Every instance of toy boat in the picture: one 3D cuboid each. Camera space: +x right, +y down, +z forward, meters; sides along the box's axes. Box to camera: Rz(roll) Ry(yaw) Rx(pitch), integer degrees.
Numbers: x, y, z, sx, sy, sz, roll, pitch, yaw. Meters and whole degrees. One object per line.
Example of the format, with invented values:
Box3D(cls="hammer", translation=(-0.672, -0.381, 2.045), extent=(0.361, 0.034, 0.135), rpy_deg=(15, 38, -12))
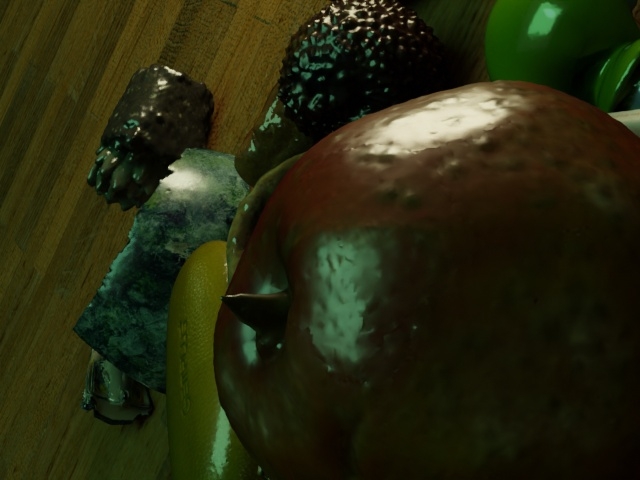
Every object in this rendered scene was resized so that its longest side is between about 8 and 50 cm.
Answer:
Box3D(cls="toy boat", translation=(-0.273, 0.168, 2.225), extent=(0.210, 0.084, 0.066), rpy_deg=(-108, 35, -57))

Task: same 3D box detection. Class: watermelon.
Box3D(cls="watermelon", translation=(-0.208, 0.024, 2.149), extent=(0.226, 0.148, 0.318), rpy_deg=(-13, 58, 65))

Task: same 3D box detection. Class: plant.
Box3D(cls="plant", translation=(-0.222, -0.128, 2.276), extent=(0.129, 0.132, 0.194), rpy_deg=(-4, 63, 62))

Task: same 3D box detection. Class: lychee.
Box3D(cls="lychee", translation=(0.049, -0.179, 1.806), extent=(0.188, 0.188, 0.188), rpy_deg=(-38, 41, 43))

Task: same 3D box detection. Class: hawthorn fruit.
Box3D(cls="hawthorn fruit", translation=(0.098, 0.067, 1.315), extent=(0.403, 0.402, 0.403), rpy_deg=(-38, 41, 43))

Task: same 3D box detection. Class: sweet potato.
Box3D(cls="sweet potato", translation=(-0.006, -0.163, 1.975), extent=(0.252, 0.097, 0.097), rpy_deg=(-52, 33, 20))

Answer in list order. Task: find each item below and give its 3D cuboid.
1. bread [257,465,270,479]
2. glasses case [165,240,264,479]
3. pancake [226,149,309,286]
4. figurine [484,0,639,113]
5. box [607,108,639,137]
Box3D(cls="bread", translation=(0.061, 0.152, 1.629), extent=(0.275, 0.114, 0.185), rpy_deg=(-62, 30, 7))
Box3D(cls="glasses case", translation=(-0.092, 0.154, 1.853), extent=(0.173, 0.141, 0.371), rpy_deg=(-44, 37, 36))
Box3D(cls="pancake", translation=(0.000, 0.000, 1.809), extent=(0.212, 0.029, 0.235), rpy_deg=(-13, 59, 11))
Box3D(cls="figurine", translation=(0.244, -0.155, 1.502), extent=(0.263, 0.143, 0.162), rpy_deg=(47, 134, 45))
Box3D(cls="box", translation=(0.245, -0.053, 1.451), extent=(0.032, 0.122, 0.220), rpy_deg=(-43, 20, -24))
